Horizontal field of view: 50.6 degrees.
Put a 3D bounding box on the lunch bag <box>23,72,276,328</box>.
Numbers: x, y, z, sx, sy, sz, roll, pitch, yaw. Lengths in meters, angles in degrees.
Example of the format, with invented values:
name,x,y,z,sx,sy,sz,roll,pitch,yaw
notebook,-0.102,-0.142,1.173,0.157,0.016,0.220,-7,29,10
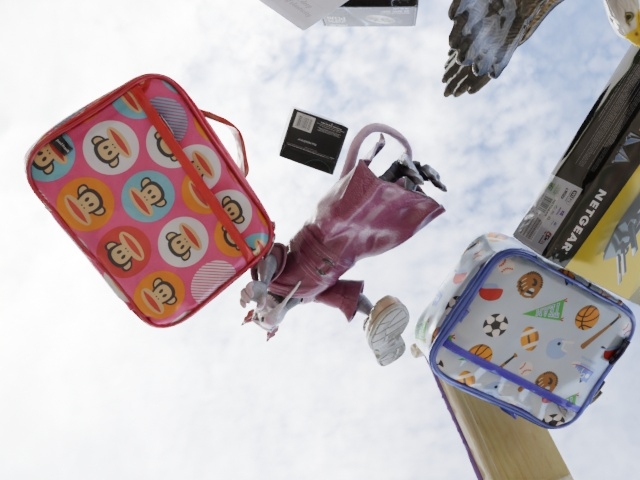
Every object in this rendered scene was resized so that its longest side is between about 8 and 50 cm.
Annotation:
name,x,y,z,sx,sy,sz,roll,pitch,yaw
lunch bag,-0.202,-0.061,0.882,0.258,0.293,0.120,-39,-158,-15

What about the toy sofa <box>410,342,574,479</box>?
name,x,y,z,sx,sy,sz,roll,pitch,yaw
toy sofa,0.292,0.316,1.147,0.150,0.177,0.362,-13,-116,-20

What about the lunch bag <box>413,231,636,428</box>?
name,x,y,z,sx,sy,sz,roll,pitch,yaw
lunch bag,0.304,0.145,1.004,0.303,0.115,0.243,28,-81,-18

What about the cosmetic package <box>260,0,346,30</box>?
name,x,y,z,sx,sy,sz,roll,pitch,yaw
cosmetic package,-0.054,-0.483,0.823,0.156,0.217,0.385,-23,-120,35

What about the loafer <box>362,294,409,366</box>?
name,x,y,z,sx,sy,sz,roll,pitch,yaw
loafer,0.057,0.082,0.649,0.045,0.125,0.039,-28,-120,-11

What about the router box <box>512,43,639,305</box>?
name,x,y,z,sx,sy,sz,roll,pitch,yaw
router box,0.431,-0.079,0.873,0.309,0.243,0.081,-61,-154,12

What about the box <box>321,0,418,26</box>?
name,x,y,z,sx,sy,sz,roll,pitch,yaw
box,0.087,-0.443,1.229,0.180,0.147,0.077,2,-85,5

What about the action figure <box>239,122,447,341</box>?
name,x,y,z,sx,sy,sz,roll,pitch,yaw
action figure,0.000,0.000,1.006,0.370,0.248,0.275,-43,-140,18

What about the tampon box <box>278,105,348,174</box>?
name,x,y,z,sx,sy,sz,roll,pitch,yaw
tampon box,-0.018,-0.213,1.417,0.120,0.161,0.101,18,-78,-8

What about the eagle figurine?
name,x,y,z,sx,sy,sz,roll,pitch,yaw
eagle figurine,0.243,-0.270,0.658,0.298,0.226,0.225,-18,-136,11
